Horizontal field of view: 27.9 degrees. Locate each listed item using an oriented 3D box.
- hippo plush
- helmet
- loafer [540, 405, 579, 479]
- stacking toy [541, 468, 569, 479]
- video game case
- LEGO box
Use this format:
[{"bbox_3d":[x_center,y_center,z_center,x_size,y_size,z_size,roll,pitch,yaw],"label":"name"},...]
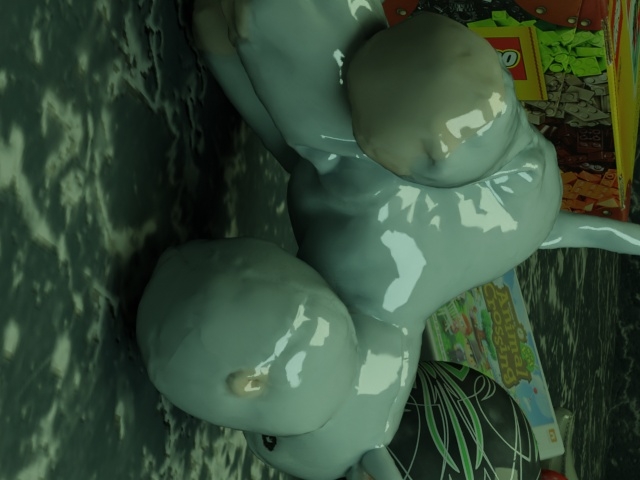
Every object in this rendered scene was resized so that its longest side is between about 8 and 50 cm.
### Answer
[{"bbox_3d":[0.000,0.000,0.712,0.236,0.234,0.294,-56,142,0],"label":"hippo plush"},{"bbox_3d":[0.087,0.172,0.963,0.161,0.169,0.169,97,6,-56],"label":"helmet"},{"bbox_3d":[0.348,0.399,1.848,0.112,0.111,0.319,46,49,-65],"label":"loafer"},{"bbox_3d":[0.295,0.457,1.684,0.141,0.141,0.330,65,29,-54],"label":"stacking toy"},{"bbox_3d":[0.146,0.102,1.167,0.193,0.023,0.212,3,70,-54],"label":"video game case"},{"bbox_3d":[0.198,-0.302,1.190,0.372,0.193,0.500,65,33,-54],"label":"LEGO box"}]
